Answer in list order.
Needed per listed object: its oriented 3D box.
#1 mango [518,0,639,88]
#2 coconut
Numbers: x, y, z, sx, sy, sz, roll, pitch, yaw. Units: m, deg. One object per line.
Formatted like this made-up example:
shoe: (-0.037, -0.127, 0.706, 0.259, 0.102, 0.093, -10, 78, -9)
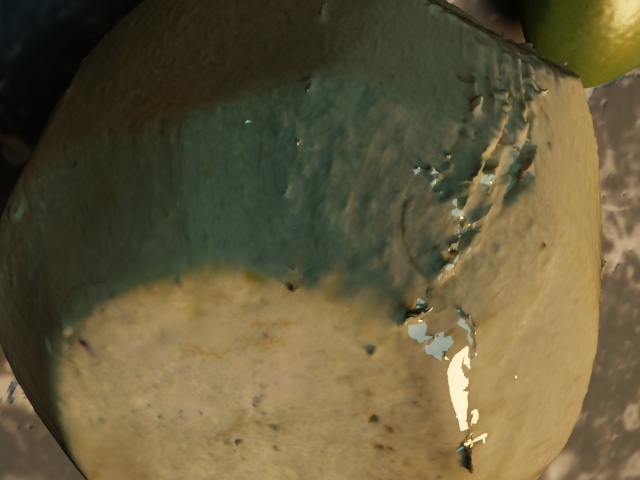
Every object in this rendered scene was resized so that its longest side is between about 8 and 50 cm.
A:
mango: (0.153, -0.191, 0.781, 0.137, 0.091, 0.237, -17, 124, -17)
coconut: (0.000, 0.000, 0.686, 0.245, 0.247, 0.245, 6, 127, 8)
